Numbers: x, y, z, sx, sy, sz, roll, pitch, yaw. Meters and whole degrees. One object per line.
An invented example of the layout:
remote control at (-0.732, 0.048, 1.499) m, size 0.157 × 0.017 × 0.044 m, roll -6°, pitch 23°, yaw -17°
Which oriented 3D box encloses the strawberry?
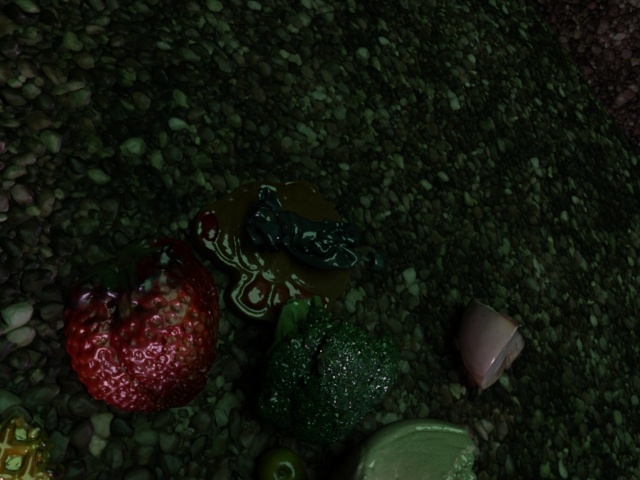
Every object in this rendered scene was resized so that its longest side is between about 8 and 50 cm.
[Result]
strawberry at (-0.282, 0.150, 0.938) m, size 0.239 × 0.249 × 0.289 m, roll -79°, pitch 146°, yaw -66°

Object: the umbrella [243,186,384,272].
umbrella at (0.002, -0.003, 1.177) m, size 0.348 × 0.094 × 0.144 m, roll 21°, pitch 64°, yaw -27°

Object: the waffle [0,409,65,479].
waffle at (-0.495, 0.390, 0.784) m, size 0.262 × 0.060 × 0.281 m, roll -36°, pitch 91°, yaw -38°

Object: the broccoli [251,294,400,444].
broccoli at (0.005, 0.238, 1.039) m, size 0.307 × 0.308 × 0.275 m, roll 11°, pitch 43°, yaw -28°

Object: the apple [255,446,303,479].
apple at (-0.077, 0.433, 1.026) m, size 0.089 × 0.074 × 0.090 m, roll 3°, pitch 77°, yaw -12°

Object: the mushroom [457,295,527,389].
mushroom at (0.405, 0.260, 1.394) m, size 0.162 × 0.173 × 0.236 m, roll 40°, pitch -1°, yaw 34°

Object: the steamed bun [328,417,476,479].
steamed bun at (0.155, 0.460, 1.050) m, size 0.273 × 0.290 × 0.272 m, roll 27°, pitch 43°, yaw -11°

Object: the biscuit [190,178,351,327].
biscuit at (-0.096, 0.015, 1.207) m, size 0.380 × 0.074 × 0.359 m, roll 12°, pitch 62°, yaw -32°
